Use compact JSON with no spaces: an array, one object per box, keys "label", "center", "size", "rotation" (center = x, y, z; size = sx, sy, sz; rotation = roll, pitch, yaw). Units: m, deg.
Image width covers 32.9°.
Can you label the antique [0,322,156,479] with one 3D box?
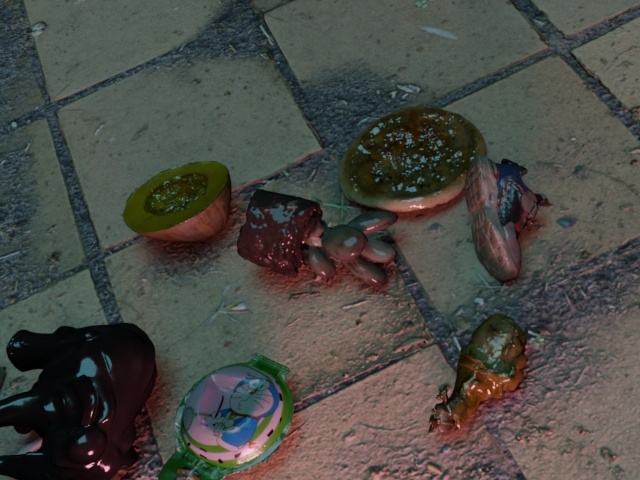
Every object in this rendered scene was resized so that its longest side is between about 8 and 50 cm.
[{"label":"antique","center":[-0.402,0.256,1.777],"size":[0.255,0.185,0.322],"rotation":[8,51,25]}]

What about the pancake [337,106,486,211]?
[{"label":"pancake","center":[0.167,-0.150,2.016],"size":[0.282,0.049,0.282],"rotation":[-8,48,9]}]

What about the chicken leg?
[{"label":"chicken leg","center":[0.249,0.210,1.665],"size":[0.103,0.088,0.228],"rotation":[27,60,19]}]

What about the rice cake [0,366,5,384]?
[{"label":"rice cake","center":[-0.606,0.299,1.908],"size":[0.042,0.030,0.180],"rotation":[0,51,21]}]

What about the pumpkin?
[{"label":"pumpkin","center":[-0.253,-0.057,2.047],"size":[0.217,0.110,0.217],"rotation":[-18,39,15]}]

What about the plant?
[{"label":"plant","center":[-0.002,0.002,1.887],"size":[0.274,0.149,0.146],"rotation":[10,97,5]}]

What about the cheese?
[{"label":"cheese","center":[-0.162,0.315,1.714],"size":[0.204,0.083,0.320],"rotation":[20,60,31]}]

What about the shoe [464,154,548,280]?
[{"label":"shoe","center":[0.324,-0.041,1.846],"size":[0.125,0.099,0.228],"rotation":[-3,69,-16]}]
